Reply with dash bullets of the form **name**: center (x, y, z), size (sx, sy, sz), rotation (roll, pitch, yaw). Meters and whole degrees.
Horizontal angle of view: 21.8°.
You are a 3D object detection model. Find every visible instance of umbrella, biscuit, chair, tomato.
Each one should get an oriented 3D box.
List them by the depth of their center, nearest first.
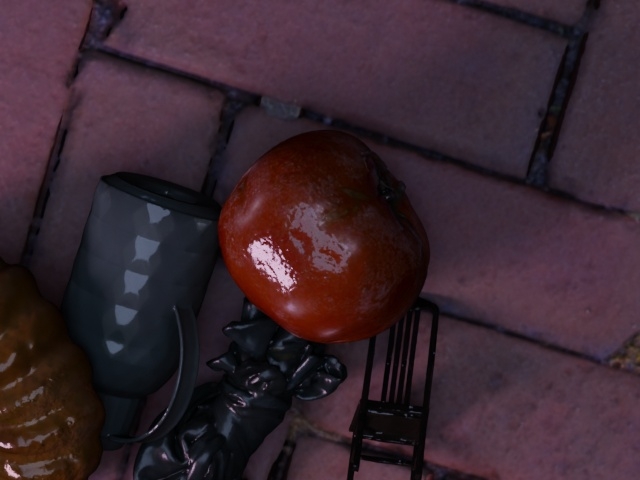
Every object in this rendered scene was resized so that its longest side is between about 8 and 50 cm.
- **tomato**: center (0.002, 0.004, 1.694), size (0.189, 0.232, 0.232), rotation (-30, 94, 19)
- **biscuit**: center (-0.373, 0.166, 1.720), size (0.326, 0.107, 0.325), rotation (9, 108, 29)
- **umbrella**: center (-0.116, 0.227, 1.784), size (0.143, 0.094, 0.349), rotation (37, 97, -3)
- **chair**: center (0.079, 0.171, 1.789), size (0.084, 0.101, 0.212), rotation (8, 59, 0)

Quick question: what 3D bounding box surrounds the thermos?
- **thermos**: center (-0.190, 0.085, 1.738), size (0.182, 0.145, 0.286), rotation (23, 100, 37)
